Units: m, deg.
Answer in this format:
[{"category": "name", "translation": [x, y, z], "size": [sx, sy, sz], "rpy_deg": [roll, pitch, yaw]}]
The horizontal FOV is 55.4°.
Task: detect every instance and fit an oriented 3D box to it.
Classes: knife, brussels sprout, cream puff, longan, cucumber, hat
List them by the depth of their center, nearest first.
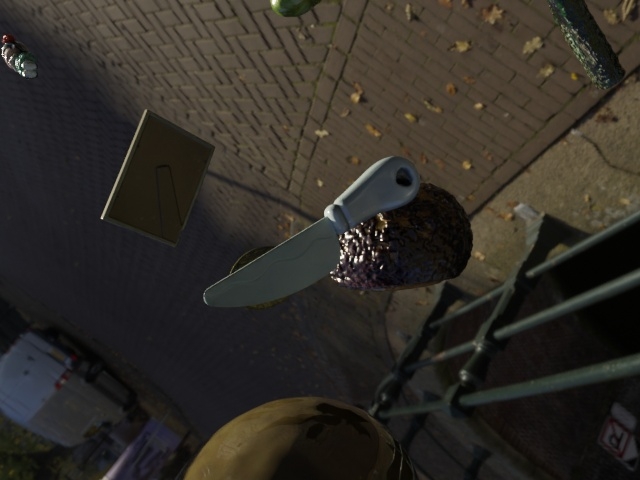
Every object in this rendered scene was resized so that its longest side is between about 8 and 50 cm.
[{"category": "longan", "translation": [-0.030, 0.331, 0.662], "size": [0.319, 0.319, 0.319], "rpy_deg": [28, 151, 17]}, {"category": "knife", "translation": [0.002, 0.001, 0.793], "size": [0.080, 0.331, 0.044], "rpy_deg": [56, 164, -11]}, {"category": "cream puff", "translation": [0.122, -0.005, 0.976], "size": [0.239, 0.239, 0.164], "rpy_deg": [-6, 92, 52]}, {"category": "hat", "translation": [-0.120, 0.061, 1.222], "size": [0.146, 0.146, 0.067], "rpy_deg": [57, 177, -34]}, {"category": "cucumber", "translation": [0.520, -0.438, 1.233], "size": [0.293, 0.067, 0.068], "rpy_deg": [50, 150, -17]}, {"category": "brussels sprout", "translation": [-0.081, -0.659, 1.608], "size": [0.122, 0.149, 0.152], "rpy_deg": [-29, 155, 31]}]

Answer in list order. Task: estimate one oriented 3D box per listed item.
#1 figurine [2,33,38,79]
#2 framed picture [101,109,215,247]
[{"category": "figurine", "translation": [-0.551, -0.335, 1.119], "size": [0.106, 0.047, 0.060], "rpy_deg": [40, 148, 34]}, {"category": "framed picture", "translation": [-0.398, -0.150, 1.530], "size": [0.211, 0.289, 0.020], "rpy_deg": [26, 169, -39]}]
